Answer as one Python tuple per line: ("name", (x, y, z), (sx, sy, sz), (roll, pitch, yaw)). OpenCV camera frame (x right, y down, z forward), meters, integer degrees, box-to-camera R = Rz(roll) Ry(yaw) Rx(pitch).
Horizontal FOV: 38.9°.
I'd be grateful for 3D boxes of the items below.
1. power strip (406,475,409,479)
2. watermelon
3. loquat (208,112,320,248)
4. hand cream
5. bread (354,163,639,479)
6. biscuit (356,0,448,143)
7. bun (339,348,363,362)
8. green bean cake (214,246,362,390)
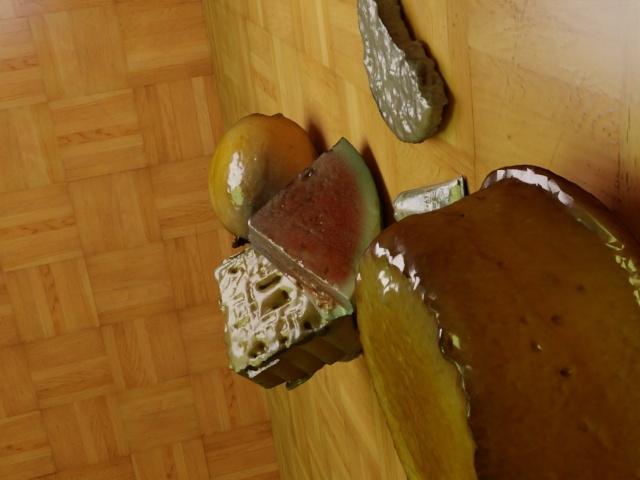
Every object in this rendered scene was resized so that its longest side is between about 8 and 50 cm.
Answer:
("power strip", (0.114, 0.239, 0.942), (0.167, 0.054, 0.253), (-155, 56, -75))
("watermelon", (0.000, 0.000, 1.246), (0.260, 0.176, 0.256), (43, 130, 27))
("loquat", (-0.087, -0.100, 1.526), (0.238, 0.193, 0.238), (-20, 67, 60))
("hand cream", (0.122, -0.037, 0.962), (0.143, 0.039, 0.061), (-175, 80, -69))
("bread", (0.137, 0.099, 0.651), (0.312, 0.172, 0.312), (166, 90, -78))
("biscuit", (0.080, -0.191, 0.996), (0.133, 0.032, 0.250), (94, 161, -52))
("bun", (0.030, 0.149, 1.506), (0.115, 0.069, 0.115), (169, 90, -80))
("green bean cake", (-0.049, 0.101, 1.432), (0.131, 0.230, 0.224), (35, -147, -51))
